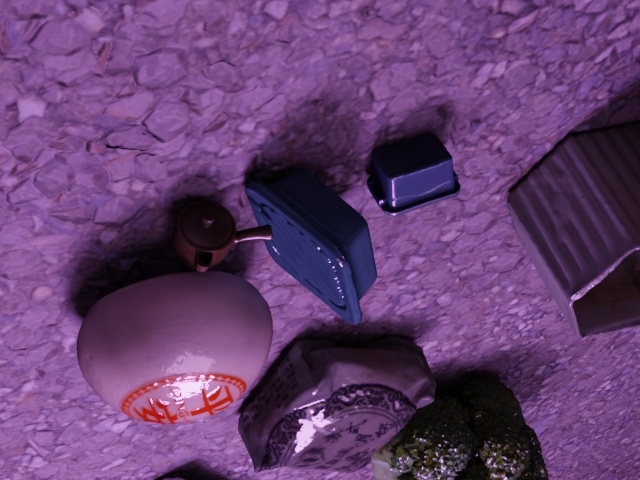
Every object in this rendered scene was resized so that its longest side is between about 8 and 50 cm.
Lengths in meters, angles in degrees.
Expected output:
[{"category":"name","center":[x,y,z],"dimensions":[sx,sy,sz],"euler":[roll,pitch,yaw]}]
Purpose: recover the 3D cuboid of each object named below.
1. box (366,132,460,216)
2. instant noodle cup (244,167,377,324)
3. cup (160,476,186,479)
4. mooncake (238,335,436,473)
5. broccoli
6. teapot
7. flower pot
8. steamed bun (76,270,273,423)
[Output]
[{"category":"box","center":[0.106,-0.079,1.159],"dimensions":[0.099,0.074,0.054],"euler":[-18,137,-10]},{"category":"instant noodle cup","center":[0.000,0.000,1.145],"dimensions":[0.070,0.157,0.179],"euler":[-41,151,-16]},{"category":"cup","center":[-0.216,0.515,1.678],"dimensions":[0.166,0.221,0.202],"euler":[-5,150,22]},{"category":"mooncake","center":[0.028,0.259,1.534],"dimensions":[0.250,0.136,0.254],"euler":[7,136,-34]},{"category":"broccoli","center":[0.250,0.427,1.787],"dimensions":[0.310,0.321,0.413],"euler":[-27,165,21]},{"category":"teapot","center":[-0.107,0.004,1.111],"dimensions":[0.110,0.085,0.080],"euler":[4,149,-17]},{"category":"flower pot","center":[0.380,-0.012,1.322],"dimensions":[0.209,0.190,0.239],"euler":[9,136,-42]},{"category":"steamed bun","center":[-0.164,0.137,1.181],"dimensions":[0.231,0.145,0.232],"euler":[-12,160,-4]}]
